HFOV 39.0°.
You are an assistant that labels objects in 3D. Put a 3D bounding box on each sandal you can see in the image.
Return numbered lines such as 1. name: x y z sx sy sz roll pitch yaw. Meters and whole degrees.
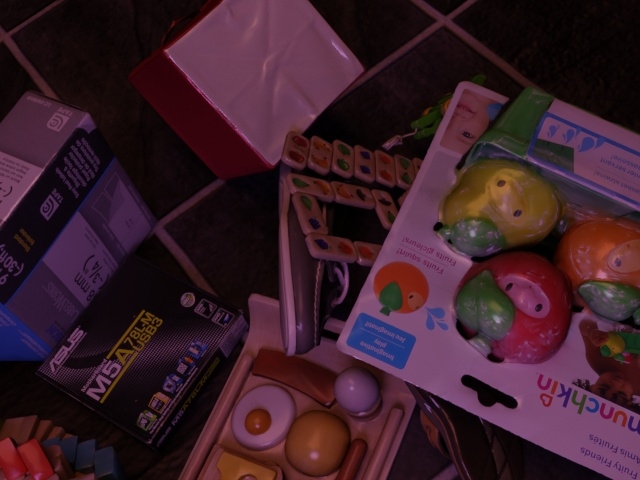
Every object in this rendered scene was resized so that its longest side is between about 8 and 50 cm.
1. sandal: 0.132 0.182 0.938 0.090 0.060 0.219 -31 81 -38

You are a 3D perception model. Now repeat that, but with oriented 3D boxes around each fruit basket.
1. fruit basket: 0.233 0.024 0.929 0.327 0.165 0.353 26 61 5

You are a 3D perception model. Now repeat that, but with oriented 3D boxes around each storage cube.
1. storage cube: -0.094 -0.206 1.129 0.183 0.215 0.193 -47 16 -16

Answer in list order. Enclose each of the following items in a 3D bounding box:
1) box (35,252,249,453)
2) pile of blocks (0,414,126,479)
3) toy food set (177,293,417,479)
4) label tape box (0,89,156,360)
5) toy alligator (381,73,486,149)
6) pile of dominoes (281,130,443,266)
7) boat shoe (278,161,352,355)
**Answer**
1. box: -0.211 0.129 1.082 0.184 0.045 0.190 26 67 23
2. pile of blocks: -0.316 0.229 0.962 0.362 0.112 0.149 5 37 28
3. toy food set: -0.042 0.220 0.958 0.220 0.092 0.306 16 63 21
4. label tape box: -0.355 0.031 1.061 0.106 0.240 0.333 22 67 22
5. toy alligator: 0.156 -0.148 1.155 0.190 0.056 0.051 -38 101 -26
6. pile of dominoes: 0.075 -0.051 1.032 0.251 0.040 0.196 9 45 -35
7. boat shoe: 0.000 0.000 1.029 0.096 0.112 0.335 0 35 -3
